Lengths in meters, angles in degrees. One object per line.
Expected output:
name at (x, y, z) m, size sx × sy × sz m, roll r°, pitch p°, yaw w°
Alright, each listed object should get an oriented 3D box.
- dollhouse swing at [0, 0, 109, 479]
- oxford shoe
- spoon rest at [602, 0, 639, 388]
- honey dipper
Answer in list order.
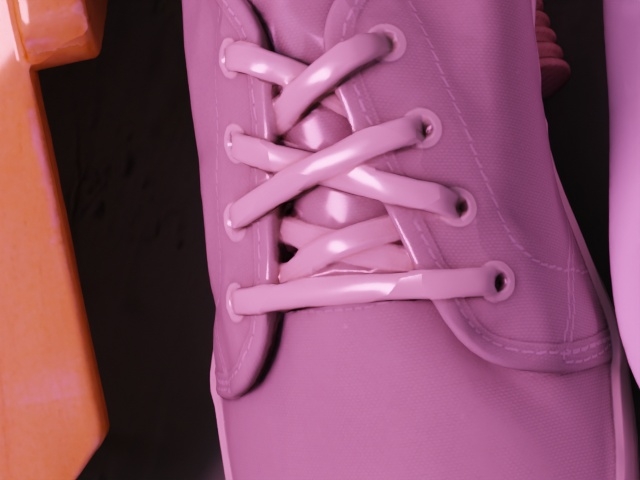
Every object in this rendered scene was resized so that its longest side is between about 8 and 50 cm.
dollhouse swing at (-0.259, -0.040, 0.845) m, size 0.347 × 0.315 × 0.304 m, roll -12°, pitch 109°, yaw -1°
oxford shoe at (0.017, -0.017, 0.672) m, size 0.169 × 0.130 × 0.449 m, roll -8°, pitch 77°, yaw 23°
spoon rest at (0.139, -0.040, 0.645) m, size 0.137 × 0.084 × 0.276 m, roll 132°, pitch 132°, yaw -69°
honey dipper at (0.064, -0.130, 0.770) m, size 0.030 × 0.030 × 0.160 m, roll -34°, pitch 59°, yaw 29°
